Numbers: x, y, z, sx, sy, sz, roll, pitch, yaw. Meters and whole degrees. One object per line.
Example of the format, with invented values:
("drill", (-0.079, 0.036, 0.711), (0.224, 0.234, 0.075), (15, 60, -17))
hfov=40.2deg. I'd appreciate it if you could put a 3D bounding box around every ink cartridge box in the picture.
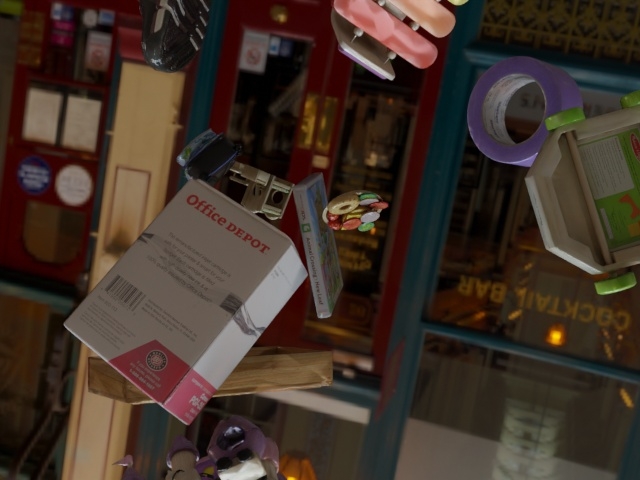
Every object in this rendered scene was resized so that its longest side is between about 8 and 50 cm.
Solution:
("ink cartridge box", (-0.184, 0.083, 1.245), (0.207, 0.283, 0.117), (32, 165, 26))

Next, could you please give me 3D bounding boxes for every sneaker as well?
("sneaker", (-0.242, -0.350, 1.236), (0.163, 0.281, 0.106), (3, 149, 17))

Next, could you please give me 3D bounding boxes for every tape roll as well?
("tape roll", (0.362, -0.228, 1.556), (0.189, 0.188, 0.080), (18, -168, 42))

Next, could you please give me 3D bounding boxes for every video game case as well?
("video game case", (0.000, 0.000, 1.332), (0.023, 0.193, 0.212), (-10, -172, 8))

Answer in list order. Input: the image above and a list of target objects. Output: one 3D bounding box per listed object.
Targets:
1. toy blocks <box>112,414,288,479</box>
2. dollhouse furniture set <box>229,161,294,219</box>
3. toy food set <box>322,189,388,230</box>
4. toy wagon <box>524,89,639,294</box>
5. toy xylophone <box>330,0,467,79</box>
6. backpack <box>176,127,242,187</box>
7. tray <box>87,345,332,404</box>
("toy blocks", (-0.192, 0.377, 1.350), (0.289, 0.308, 0.260), (-22, -143, 0))
("dollhouse furniture set", (-0.184, -0.128, 2.075), (0.161, 0.101, 0.182), (22, -178, 26))
("toy food set", (0.044, -0.038, 1.121), (0.083, 0.020, 0.083), (-4, 149, -18))
("toy wagon", (0.478, -0.083, 1.266), (0.345, 0.267, 0.068), (-16, 178, -7))
("toy xylophone", (0.120, -0.383, 1.182), (0.236, 0.322, 0.081), (15, -150, -37))
("backpack", (-0.204, -0.145, 1.576), (0.084, 0.105, 0.114), (45, 167, 0))
("tray", (-0.204, 0.248, 1.644), (0.411, 0.076, 0.203), (0, 177, -33))
